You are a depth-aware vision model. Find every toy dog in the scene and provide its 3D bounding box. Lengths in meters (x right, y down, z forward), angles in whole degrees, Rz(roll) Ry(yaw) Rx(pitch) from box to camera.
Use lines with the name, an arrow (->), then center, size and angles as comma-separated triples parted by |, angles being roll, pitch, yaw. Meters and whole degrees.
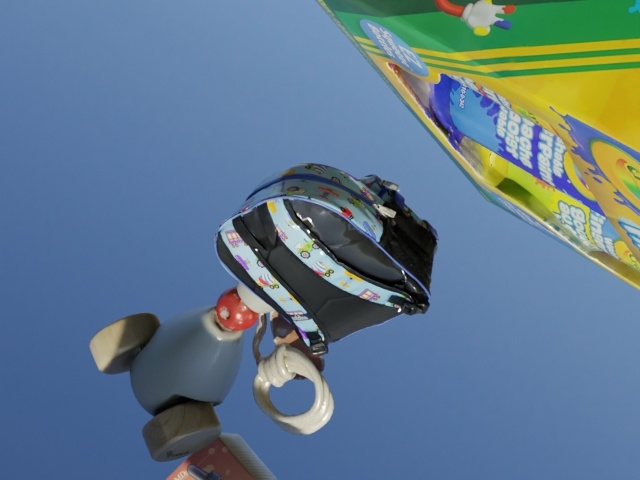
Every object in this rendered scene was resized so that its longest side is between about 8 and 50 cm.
toy dog -> -0.083, 0.101, 1.774 | 0.161, 0.333, 0.220 | -8, -96, -52

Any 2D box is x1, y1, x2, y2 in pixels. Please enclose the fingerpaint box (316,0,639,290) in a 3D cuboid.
fingerpaint box -> 0.232, -0.094, 1.327 | 0.371, 0.163, 0.445 | 33, 175, 34

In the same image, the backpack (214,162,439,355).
backpack -> 0.000, 0.000, 1.498 | 0.173, 0.158, 0.117 | 40, -136, -27

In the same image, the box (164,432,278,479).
box -> -0.108, 0.341, 2.089 | 0.170, 0.130, 0.091 | 47, -173, 17
